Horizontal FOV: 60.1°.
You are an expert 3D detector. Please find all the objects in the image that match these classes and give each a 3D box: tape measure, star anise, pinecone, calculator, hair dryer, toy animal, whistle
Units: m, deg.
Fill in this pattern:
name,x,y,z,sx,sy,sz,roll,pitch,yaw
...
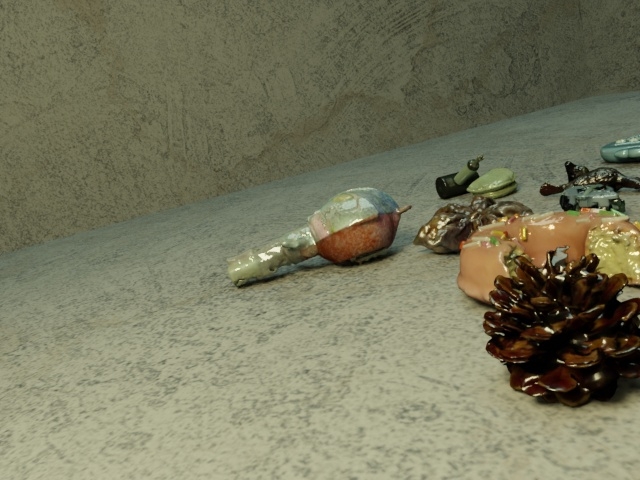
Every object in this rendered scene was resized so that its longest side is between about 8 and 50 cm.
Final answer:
name,x,y,z,sx,sy,sz,roll,pitch,yaw
tape measure,0.457,-0.065,0.942,0.091,0.054,0.094,-4,17,11
star anise,0.270,-0.029,0.932,0.212,0.073,0.197,-3,18,27
pinecone,0.208,0.069,0.476,0.140,0.120,0.140,-18,19,6
calculator,0.789,-0.228,1.335,0.188,0.042,0.303,1,19,43
hair dryer,0.348,-0.158,1.299,0.100,0.057,0.197,-17,-12,-11
toy animal,0.543,-0.111,1.075,0.105,0.070,0.202,-34,27,-30
whistle,0.000,0.001,0.992,0.346,0.133,0.142,-22,16,4

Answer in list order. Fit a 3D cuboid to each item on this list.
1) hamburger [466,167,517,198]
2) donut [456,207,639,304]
name,x,y,z,sx,sy,sz,roll,pitch,yaw
hamburger,0.402,-0.125,1.263,0.121,0.054,0.084,-24,21,-31
donut,0.285,0.014,0.710,0.233,0.085,0.199,-12,12,-3
